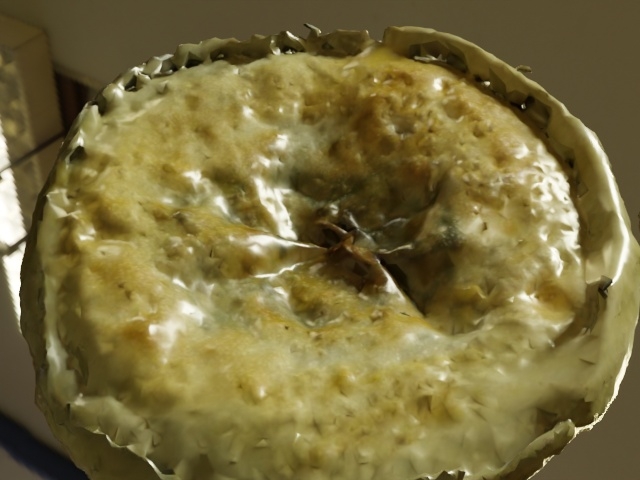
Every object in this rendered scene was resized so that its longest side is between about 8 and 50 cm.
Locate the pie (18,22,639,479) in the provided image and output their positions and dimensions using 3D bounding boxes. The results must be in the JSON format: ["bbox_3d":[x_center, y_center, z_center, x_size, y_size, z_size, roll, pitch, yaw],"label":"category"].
[{"bbox_3d":[0.000,0.000,0.421,0.274,0.274,0.055,27,-33,21],"label":"pie"}]
